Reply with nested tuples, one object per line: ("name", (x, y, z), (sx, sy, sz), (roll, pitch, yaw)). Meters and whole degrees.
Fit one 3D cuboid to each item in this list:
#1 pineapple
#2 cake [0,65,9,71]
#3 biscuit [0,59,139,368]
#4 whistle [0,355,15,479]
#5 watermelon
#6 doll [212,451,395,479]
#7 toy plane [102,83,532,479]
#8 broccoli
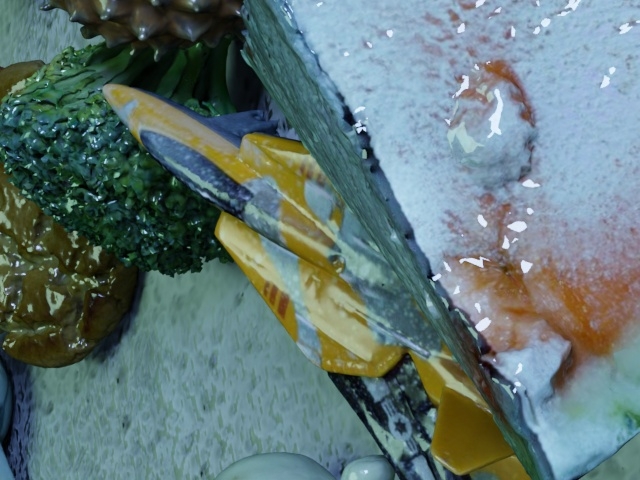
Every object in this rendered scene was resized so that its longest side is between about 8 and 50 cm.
("pineapple", (-0.086, -0.173, 0.999), (0.193, 0.166, 0.166), (-43, -33, -67))
("cake", (-0.305, -0.098, 1.535), (0.287, 0.098, 0.135), (27, 121, 52))
("biscuit", (-0.209, -0.018, 1.346), (0.226, 0.042, 0.226), (6, 98, 40))
("whistle", (-0.314, 0.153, 1.489), (0.289, 0.163, 0.163), (52, 133, 48))
("watermelon", (0.080, -0.085, 0.695), (0.289, 0.214, 0.320), (-42, 41, 25))
("doll", (-0.010, 0.188, 0.977), (0.275, 0.113, 0.154), (167, 111, -68))
("toy plane", (0.009, -0.002, 0.910), (0.316, 0.103, 0.204), (40, 124, 36))
("broccoli", (-0.093, -0.079, 1.126), (0.219, 0.194, 0.194), (101, 160, -70))
